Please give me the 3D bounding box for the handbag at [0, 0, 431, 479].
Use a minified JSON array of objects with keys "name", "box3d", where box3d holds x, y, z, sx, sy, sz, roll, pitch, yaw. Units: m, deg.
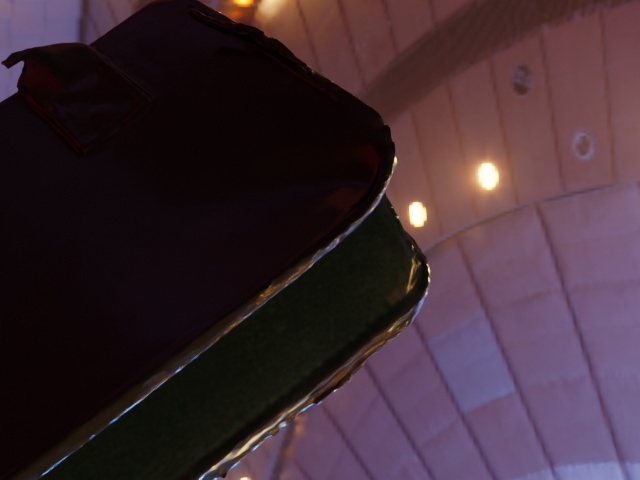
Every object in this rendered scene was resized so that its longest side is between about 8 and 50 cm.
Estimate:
[{"name":"handbag","box3d":[-0.134,0.026,0.481,0.238,0.326,0.089,40,-19,39]}]
